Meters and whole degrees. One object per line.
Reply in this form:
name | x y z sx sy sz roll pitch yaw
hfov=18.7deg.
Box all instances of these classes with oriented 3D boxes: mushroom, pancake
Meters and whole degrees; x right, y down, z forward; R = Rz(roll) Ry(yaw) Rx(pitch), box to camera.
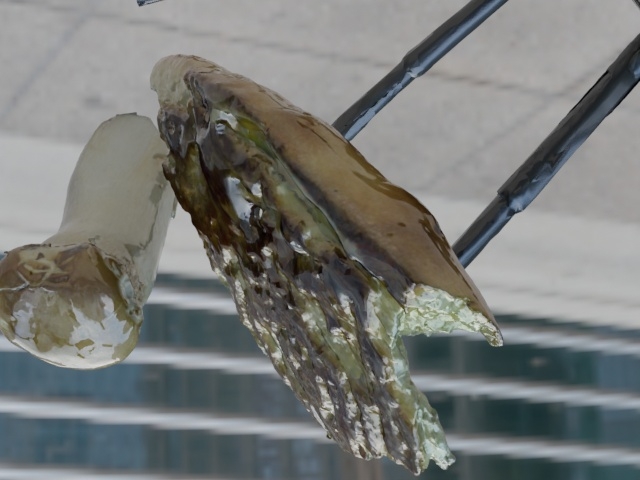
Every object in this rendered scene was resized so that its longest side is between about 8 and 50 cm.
mushroom | -0.126 -0.005 1.110 0.084 0.209 0.071 0 121 8
pancake | 0.000 0.000 0.975 0.056 0.257 0.212 -31 -179 -22

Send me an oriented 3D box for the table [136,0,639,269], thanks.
table | 0.080 -0.110 1.185 0.249 0.317 0.317 -37 151 9
